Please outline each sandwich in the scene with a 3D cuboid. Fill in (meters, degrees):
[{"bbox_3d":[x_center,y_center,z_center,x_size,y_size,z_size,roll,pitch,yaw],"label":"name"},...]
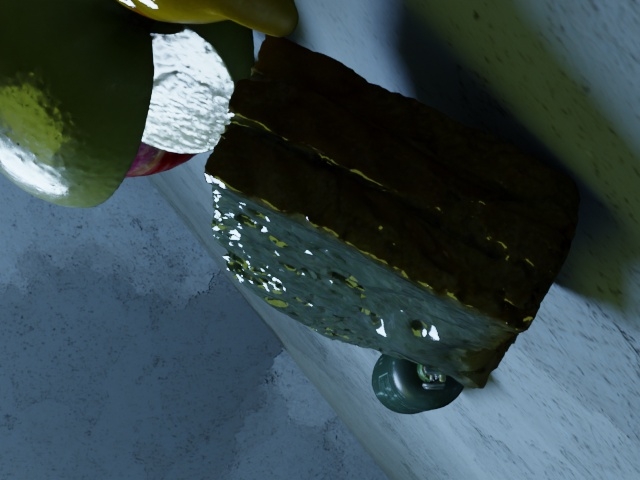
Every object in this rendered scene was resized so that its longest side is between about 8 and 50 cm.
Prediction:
[{"bbox_3d":[0.046,0.000,1.057,0.262,0.131,0.325,26,166,8],"label":"sandwich"}]

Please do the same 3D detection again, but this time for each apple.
[{"bbox_3d":[-0.200,-0.174,1.269,0.292,0.292,0.254,51,151,-9],"label":"apple"}]

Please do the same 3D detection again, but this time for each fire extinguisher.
[{"bbox_3d":[0.132,0.167,1.698,0.114,0.095,0.311,5,171,-1],"label":"fire extinguisher"}]

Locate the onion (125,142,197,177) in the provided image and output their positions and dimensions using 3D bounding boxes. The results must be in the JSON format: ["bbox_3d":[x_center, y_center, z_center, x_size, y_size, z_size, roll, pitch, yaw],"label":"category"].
[{"bbox_3d":[-0.229,-0.187,1.545,0.256,0.230,0.272,52,164,-18],"label":"onion"}]

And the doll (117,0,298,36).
[{"bbox_3d":[-0.122,-0.247,0.985,0.269,0.162,0.167,47,152,50],"label":"doll"}]
